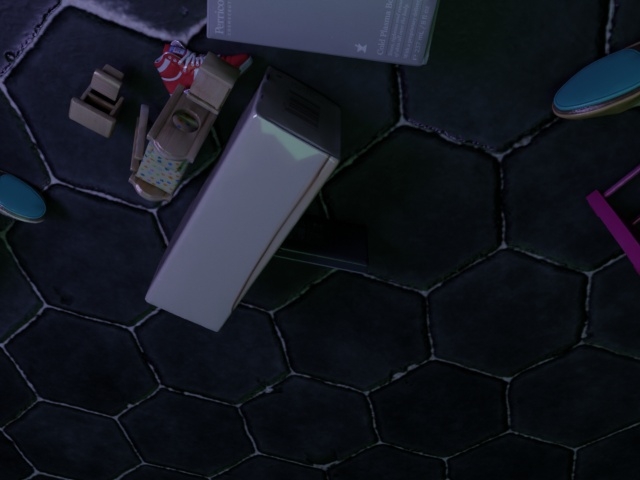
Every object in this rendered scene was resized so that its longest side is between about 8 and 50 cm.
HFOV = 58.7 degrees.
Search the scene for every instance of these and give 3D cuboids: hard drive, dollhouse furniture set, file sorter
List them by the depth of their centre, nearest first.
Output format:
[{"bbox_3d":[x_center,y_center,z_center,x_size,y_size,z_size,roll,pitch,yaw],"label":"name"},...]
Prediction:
[{"bbox_3d":[-0.210,-0.151,0.662,0.161,0.101,0.182,28,145,-15],"label":"dollhouse furniture set"},{"bbox_3d":[0.533,0.020,0.721,0.291,0.202,0.182,36,118,-20],"label":"file sorter"},{"bbox_3d":[0.000,0.000,0.799,0.135,0.094,0.022,11,124,-5],"label":"hard drive"}]

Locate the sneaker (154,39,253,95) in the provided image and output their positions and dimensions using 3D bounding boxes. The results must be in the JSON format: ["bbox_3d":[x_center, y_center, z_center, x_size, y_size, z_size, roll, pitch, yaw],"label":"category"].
[{"bbox_3d":[-0.145,-0.217,0.688,0.119,0.042,0.067,-18,125,17],"label":"sneaker"}]

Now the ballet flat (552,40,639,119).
[{"bbox_3d":[0.388,-0.198,0.655,0.232,0.080,0.073,-32,132,24],"label":"ballet flat"}]

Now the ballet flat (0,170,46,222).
[{"bbox_3d":[-0.467,-0.075,0.807,0.168,0.057,0.052,34,148,-15],"label":"ballet flat"}]

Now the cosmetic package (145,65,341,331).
[{"bbox_3d":[-0.100,-0.047,0.734,0.113,0.160,0.309,27,123,-15],"label":"cosmetic package"}]

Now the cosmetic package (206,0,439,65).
[{"bbox_3d":[0.002,-0.274,0.605,0.238,0.107,0.127,4,128,-3],"label":"cosmetic package"}]
